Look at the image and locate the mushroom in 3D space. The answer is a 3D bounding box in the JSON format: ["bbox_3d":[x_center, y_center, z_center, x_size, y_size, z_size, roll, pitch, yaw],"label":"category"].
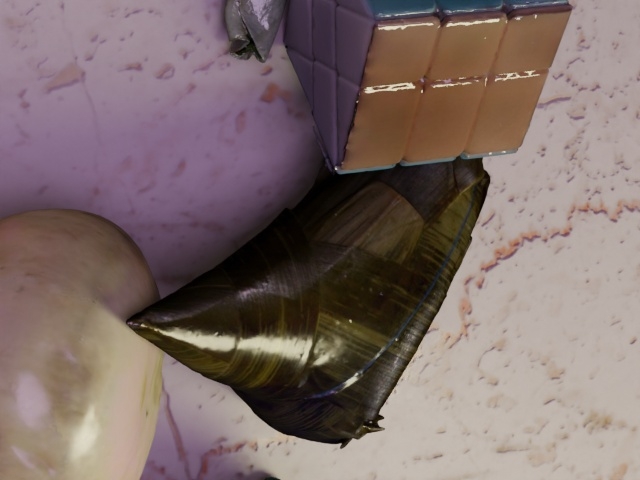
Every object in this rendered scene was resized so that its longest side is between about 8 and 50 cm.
[{"bbox_3d":[-0.301,0.132,1.454,0.325,0.353,0.353,-43,115,-30],"label":"mushroom"}]

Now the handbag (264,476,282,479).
[{"bbox_3d":[-0.099,0.453,1.694,0.269,0.100,0.274,-32,112,-17],"label":"handbag"}]

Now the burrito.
[{"bbox_3d":[-0.076,-0.260,1.568,0.074,0.044,0.118,15,94,-22],"label":"burrito"}]

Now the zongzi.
[{"bbox_3d":[0.000,0.000,1.502,0.403,0.208,0.432,-59,148,-5],"label":"zongzi"}]

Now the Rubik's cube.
[{"bbox_3d":[0.102,-0.231,1.505,0.225,0.231,0.221,-8,142,-18],"label":"Rubik's cube"}]
